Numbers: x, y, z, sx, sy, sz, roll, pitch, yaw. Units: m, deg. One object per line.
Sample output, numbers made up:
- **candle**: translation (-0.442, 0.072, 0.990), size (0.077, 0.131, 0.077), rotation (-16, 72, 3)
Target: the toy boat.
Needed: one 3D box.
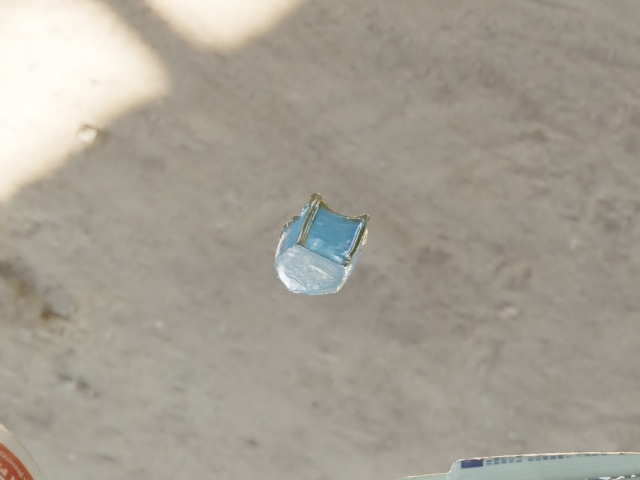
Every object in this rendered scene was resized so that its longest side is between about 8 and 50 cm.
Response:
- **toy boat**: translation (0.000, 0.000, 1.660), size (0.075, 0.077, 0.185), rotation (24, 163, -3)

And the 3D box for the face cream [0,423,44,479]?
- **face cream**: translation (-0.297, 0.226, 1.194), size (0.201, 0.187, 0.201), rotation (4, 126, 6)

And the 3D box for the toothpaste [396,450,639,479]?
- **toothpaste**: translation (0.150, 0.136, 1.010), size (0.216, 0.037, 0.062), rotation (-7, 172, 7)
